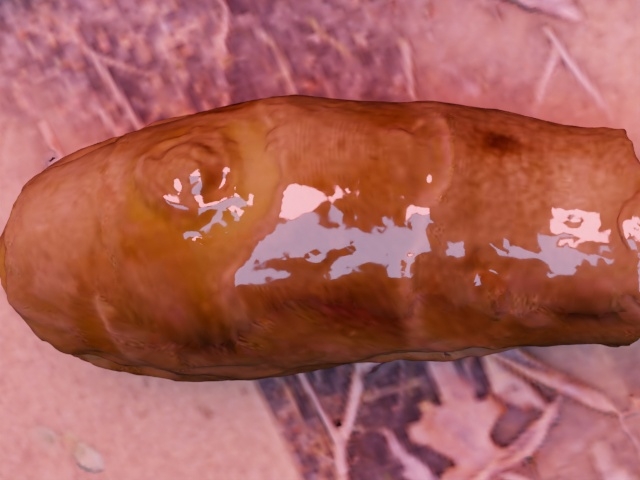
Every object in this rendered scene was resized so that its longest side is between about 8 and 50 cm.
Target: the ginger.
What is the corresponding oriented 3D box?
[{"bbox_3d":[0.000,0.000,0.759,0.263,0.109,0.116,-1,110,11],"label":"ginger"}]
